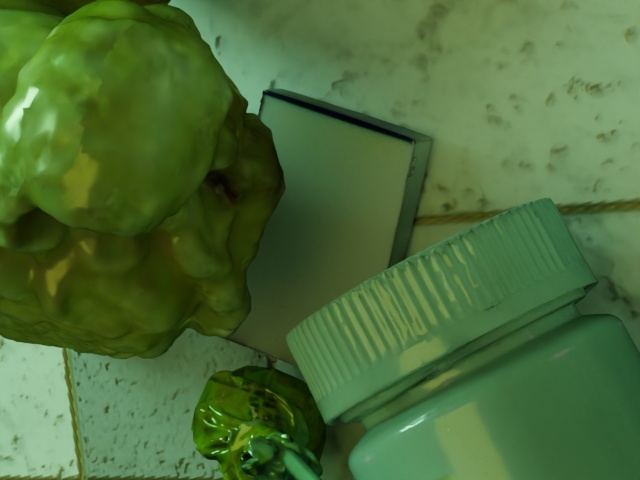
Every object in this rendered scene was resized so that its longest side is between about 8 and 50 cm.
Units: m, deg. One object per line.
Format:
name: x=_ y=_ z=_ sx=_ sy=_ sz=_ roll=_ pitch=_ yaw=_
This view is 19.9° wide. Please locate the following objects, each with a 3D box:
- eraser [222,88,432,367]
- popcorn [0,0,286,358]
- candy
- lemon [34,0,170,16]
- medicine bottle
eraser: x=0.000 y=0.000 z=1.026 sx=0.104 sy=0.023 sz=0.150 roll=20 pitch=107 yaw=26
popcorn: x=-0.128 y=-0.028 z=0.964 sx=0.286 sy=0.225 sz=0.174 roll=4 pitch=67 yaw=44
candy: x=-0.019 y=0.115 z=0.936 sx=0.077 sy=0.262 sz=0.073 roll=30 pitch=90 yaw=-12
lemon: x=-0.144 y=-0.216 z=0.995 sx=0.207 sy=0.170 sz=0.170 roll=45 pitch=116 yaw=17
medicine bottle: x=0.123 y=0.152 z=0.902 sx=0.158 sy=0.158 sz=0.318 roll=-33 pitch=81 yaw=29
